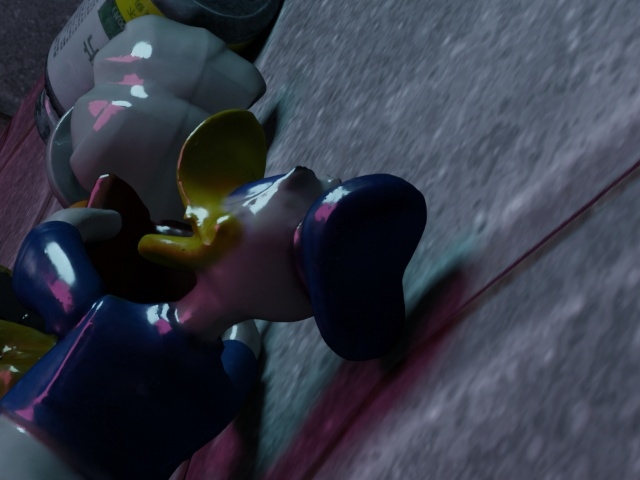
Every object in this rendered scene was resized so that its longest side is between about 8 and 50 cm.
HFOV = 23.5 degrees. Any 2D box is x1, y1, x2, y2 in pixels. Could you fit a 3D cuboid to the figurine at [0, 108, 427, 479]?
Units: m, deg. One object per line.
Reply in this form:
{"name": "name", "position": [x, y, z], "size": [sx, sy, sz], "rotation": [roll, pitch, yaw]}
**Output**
{"name": "figurine", "position": [-0.070, 0.064, 0.763], "size": [0.338, 0.204, 0.283], "rotation": [-34, 19, 28]}

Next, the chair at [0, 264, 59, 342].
{"name": "chair", "position": [-0.307, 0.091, 1.325], "size": [0.247, 0.159, 0.172], "rotation": [-29, 35, 57]}

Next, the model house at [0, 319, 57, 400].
{"name": "model house", "position": [-0.276, 0.136, 0.970], "size": [0.268, 0.173, 0.239], "rotation": [-42, 17, -12]}

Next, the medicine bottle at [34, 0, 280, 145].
{"name": "medicine bottle", "position": [-0.165, -0.177, 1.428], "size": [0.293, 0.141, 0.141], "rotation": [-39, 25, 48]}

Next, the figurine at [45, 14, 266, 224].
{"name": "figurine", "position": [-0.136, -0.071, 1.174], "size": [0.236, 0.133, 0.176], "rotation": [-25, 45, 66]}
